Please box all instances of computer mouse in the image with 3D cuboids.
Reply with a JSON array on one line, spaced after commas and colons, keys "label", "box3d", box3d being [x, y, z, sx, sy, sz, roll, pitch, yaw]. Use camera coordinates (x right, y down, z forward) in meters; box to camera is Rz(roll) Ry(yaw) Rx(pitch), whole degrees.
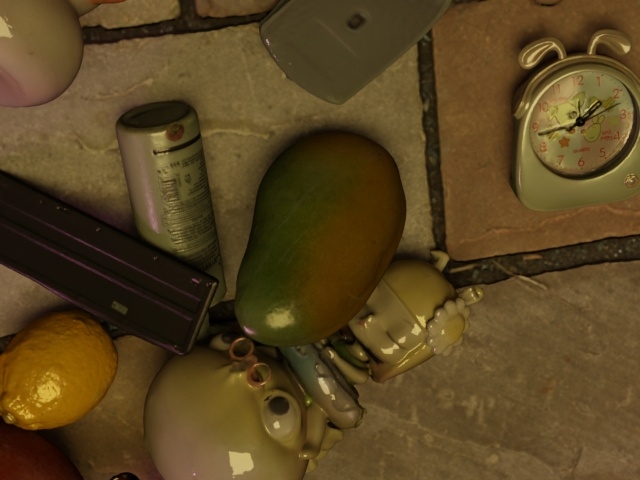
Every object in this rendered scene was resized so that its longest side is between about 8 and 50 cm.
[{"label": "computer mouse", "box3d": [0.046, -0.239, 1.417, 0.231, 0.079, 0.128, -36, 111, 26]}]

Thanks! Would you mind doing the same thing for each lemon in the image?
[{"label": "lemon", "box3d": [-0.282, 0.139, 1.502, 0.114, 0.155, 0.114, 25, 137, 26]}]

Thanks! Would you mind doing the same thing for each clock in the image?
[{"label": "clock", "box3d": [0.273, -0.130, 1.496, 0.151, 0.062, 0.191, -8, 113, -3]}]

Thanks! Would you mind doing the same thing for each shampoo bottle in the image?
[{"label": "shampoo bottle", "box3d": [-0.151, -0.010, 1.483, 0.085, 0.085, 0.263, -9, 115, -3]}]

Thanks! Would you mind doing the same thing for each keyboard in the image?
[{"label": "keyboard", "box3d": [-0.193, 0.045, 1.446, 0.381, 0.041, 0.104, 28, 108, 16]}]

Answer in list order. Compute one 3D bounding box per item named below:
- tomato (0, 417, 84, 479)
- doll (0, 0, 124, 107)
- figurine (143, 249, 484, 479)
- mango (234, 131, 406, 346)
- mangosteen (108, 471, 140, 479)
[{"label": "tomato", "box3d": [-0.364, 0.320, 1.504, 0.264, 0.265, 0.265, -3, 114, -6]}, {"label": "doll", "box3d": [-0.299, -0.248, 1.323, 0.251, 0.221, 0.221, 16, 113, 16]}, {"label": "figurine", "box3d": [0.004, 0.155, 1.542, 0.394, 0.227, 0.274, -37, 149, -6]}, {"label": "mango", "box3d": [0.000, 0.000, 1.438, 0.156, 0.251, 0.114, 31, 148, -17]}, {"label": "mangosteen", "box3d": [-0.143, 0.369, 1.567, 0.231, 0.231, 0.289, -18, 117, 1]}]
